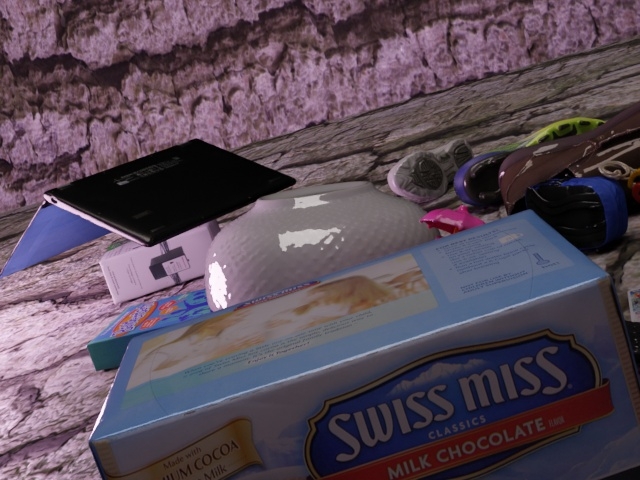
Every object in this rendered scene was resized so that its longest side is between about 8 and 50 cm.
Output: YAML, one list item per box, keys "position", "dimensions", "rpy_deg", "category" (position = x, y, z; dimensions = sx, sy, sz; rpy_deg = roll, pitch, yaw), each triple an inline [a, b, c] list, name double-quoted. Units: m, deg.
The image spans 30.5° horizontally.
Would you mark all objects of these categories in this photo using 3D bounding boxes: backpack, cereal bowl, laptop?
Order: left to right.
- position: [-0.324, -0.023, 2.181]
  dimensions: [0.408, 0.236, 0.382]
  rpy_deg: [23, 32, 32]
  category: "laptop"
- position: [0.000, 0.000, 1.609]
  dimensions: [0.339, 0.141, 0.339]
  rpy_deg: [-9, 6, 1]
  category: "cereal bowl"
- position: [0.343, -0.042, 1.535]
  dimensions: [0.101, 0.098, 0.120]
  rpy_deg: [-23, 12, -36]
  category: "backpack"

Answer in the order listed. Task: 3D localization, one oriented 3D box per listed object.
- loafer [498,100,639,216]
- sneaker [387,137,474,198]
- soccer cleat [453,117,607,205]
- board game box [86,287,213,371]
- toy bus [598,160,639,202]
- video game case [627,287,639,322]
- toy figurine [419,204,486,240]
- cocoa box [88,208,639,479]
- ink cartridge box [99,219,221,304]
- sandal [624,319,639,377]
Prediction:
- position: [0.414, -0.089, 1.636]
  dimensions: [0.366, 0.134, 0.130]
  rpy_deg: [-21, 32, 35]
  category: "loafer"
- position: [0.184, -0.118, 2.149]
  dimensions: [0.115, 0.090, 0.232]
  rpy_deg: [-16, 2, 41]
  category: "sneaker"
- position: [0.350, -0.134, 1.937]
  dimensions: [0.289, 0.093, 0.121]
  rpy_deg: [-20, 6, -11]
  category: "soccer cleat"
- position: [-0.217, 0.123, 1.734]
  dimensions: [0.210, 0.047, 0.160]
  rpy_deg: [-15, 13, 17]
  category: "board game box"
- position: [0.461, -0.088, 1.424]
  dimensions: [0.202, 0.104, 0.191]
  rpy_deg: [1, 33, -2]
  category: "toy bus"
- position: [0.369, 0.066, 1.234]
  dimensions: [0.087, 0.011, 0.122]
  rpy_deg: [-15, 13, 16]
  category: "video game case"
- position: [0.145, 0.045, 1.303]
  dimensions: [0.173, 0.159, 0.130]
  rpy_deg: [-28, 15, -33]
  category: "toy figurine"
- position: [0.045, 0.148, 0.844]
  dimensions: [0.347, 0.228, 0.231]
  rpy_deg: [-18, 13, 1]
  category: "cocoa box"
- position: [-0.280, 0.029, 2.134]
  dimensions: [0.208, 0.086, 0.153]
  rpy_deg: [-18, 12, 1]
  category: "ink cartridge box"
- position: [0.317, 0.107, 1.096]
  dimensions: [0.179, 0.040, 0.067]
  rpy_deg: [2, 25, 20]
  category: "sandal"
